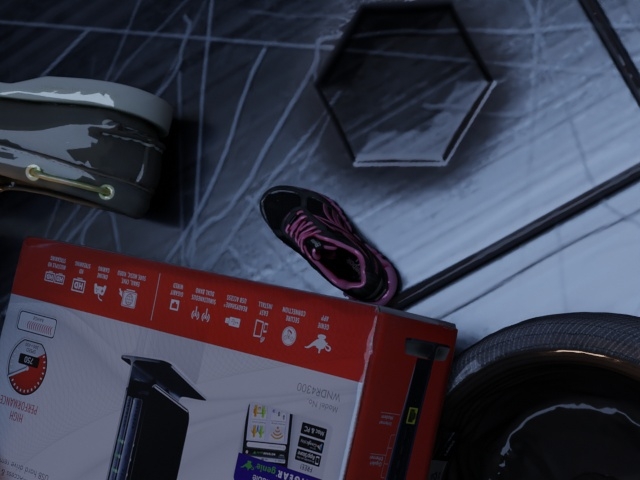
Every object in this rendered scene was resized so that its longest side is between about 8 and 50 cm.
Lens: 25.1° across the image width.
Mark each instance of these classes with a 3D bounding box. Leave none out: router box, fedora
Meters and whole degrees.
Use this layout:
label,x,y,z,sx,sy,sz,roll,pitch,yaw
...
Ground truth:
label,x,y,z,sx,sy,sz,roll,pitch,yaw
router box,-0.093,0.168,0.930,0.335,0.082,0.301,9,85,41
fedora,0.177,0.171,0.860,0.275,0.124,0.243,19,87,33

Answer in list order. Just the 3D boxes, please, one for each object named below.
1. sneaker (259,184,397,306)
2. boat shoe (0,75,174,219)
label,x,y,z,sx,sy,sz,roll,pitch,yaw
sneaker,0.000,0.000,0.988,0.119,0.057,0.047,40,99,22
boat shoe,-0.259,-0.070,1.067,0.305,0.109,0.091,4,79,17
